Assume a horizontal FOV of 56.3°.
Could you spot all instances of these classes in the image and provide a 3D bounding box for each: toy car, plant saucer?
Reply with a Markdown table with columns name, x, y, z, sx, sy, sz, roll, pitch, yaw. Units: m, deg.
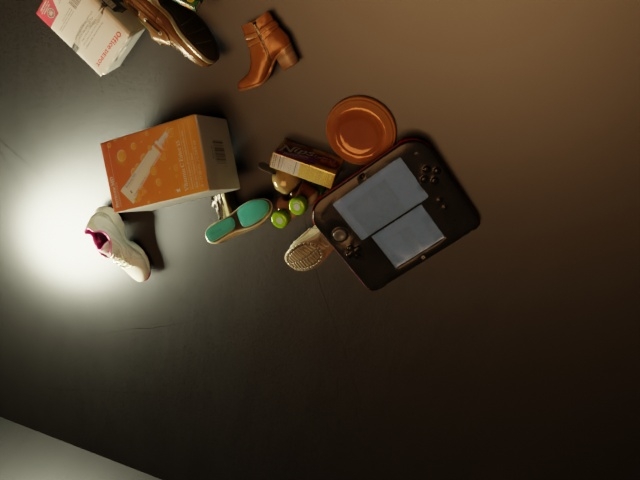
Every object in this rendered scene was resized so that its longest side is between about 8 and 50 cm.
| name | x | y | z | sx | sy | sz | roll | pitch | yaw |
| --- | --- | --- | --- | --- | --- | --- | --- | --- | --- |
| toy car | -0.106 | -0.159 | 1.740 | 0.149 | 0.155 | 0.188 | -35 | 97 | 32 |
| plant saucer | 0.108 | -0.296 | 1.645 | 0.199 | 0.037 | 0.200 | 8 | 124 | 12 |

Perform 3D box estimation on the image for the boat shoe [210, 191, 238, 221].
| name | x | y | z | sx | sy | sz | roll | pitch | yaw |
| --- | --- | --- | --- | --- | --- | --- | --- | --- | --- |
| boat shoe | -0.307 | -0.124 | 1.865 | 0.073 | 0.080 | 0.224 | -2 | 125 | 13 |

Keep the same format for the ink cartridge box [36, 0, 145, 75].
| name | x | y | z | sx | sy | sz | roll | pitch | yaw |
| --- | --- | --- | --- | --- | --- | --- | --- | --- | --- |
| ink cartridge box | -0.628 | -0.606 | 1.647 | 0.237 | 0.100 | 0.172 | 44 | 124 | -11 |

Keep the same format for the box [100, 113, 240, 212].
| name | x | y | z | sx | sy | sz | roll | pitch | yaw |
| --- | --- | --- | --- | --- | --- | --- | --- | --- | --- |
| box | -0.439 | -0.218 | 1.751 | 0.345 | 0.168 | 0.215 | -11 | 91 | 24 |

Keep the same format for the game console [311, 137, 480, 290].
| name | x | y | z | sx | sy | sz | roll | pitch | yaw |
| --- | --- | --- | --- | --- | --- | --- | --- | --- | --- |
| game console | 0.206 | -0.068 | 1.689 | 0.386 | 0.060 | 0.342 | -33 | 107 | 16 |

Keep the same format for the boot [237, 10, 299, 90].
| name | x | y | z | sx | sy | sz | roll | pitch | yaw |
| --- | --- | --- | --- | --- | --- | --- | --- | --- | --- |
| boot | -0.170 | -0.499 | 1.587 | 0.197 | 0.073 | 0.152 | -27 | 112 | 17 |

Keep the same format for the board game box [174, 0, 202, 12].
| name | x | y | z | sx | sy | sz | roll | pitch | yaw |
| --- | --- | --- | --- | --- | --- | --- | --- | --- | --- |
| board game box | -0.398 | -0.696 | 1.511 | 0.259 | 0.030 | 0.136 | 28 | 82 | 0 |

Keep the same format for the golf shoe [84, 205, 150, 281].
| name | x | y | z | sx | sy | sz | roll | pitch | yaw |
| --- | --- | --- | --- | --- | --- | --- | --- | --- | --- |
| golf shoe | -0.704 | 0.036 | 2.061 | 0.115 | 0.140 | 0.306 | -18 | 116 | 25 |

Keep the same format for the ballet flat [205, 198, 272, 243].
| name | x | y | z | sx | sy | sz | roll | pitch | yaw |
| --- | --- | --- | --- | --- | --- | --- | --- | --- | --- |
| ballet flat | -0.237 | -0.057 | 1.822 | 0.248 | 0.086 | 0.086 | -22 | 113 | 21 |

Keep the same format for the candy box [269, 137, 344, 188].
| name | x | y | z | sx | sy | sz | roll | pitch | yaw |
| --- | --- | --- | --- | --- | --- | --- | --- | --- | --- |
| candy box | -0.037 | -0.221 | 1.697 | 0.186 | 0.109 | 0.053 | 21 | 125 | 5 |

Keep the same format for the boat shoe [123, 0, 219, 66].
| name | x | y | z | sx | sy | sz | roll | pitch | yaw |
| --- | --- | --- | --- | --- | --- | --- | --- | --- | --- |
| boat shoe | -0.398 | -0.573 | 1.599 | 0.307 | 0.111 | 0.104 | 49 | 127 | -3 |

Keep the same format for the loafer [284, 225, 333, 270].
| name | x | y | z | sx | sy | sz | roll | pitch | yaw |
| --- | --- | --- | --- | --- | --- | --- | --- | --- | --- |
| loafer | 0.000 | 0.000 | 1.834 | 0.268 | 0.092 | 0.102 | -35 | 104 | 30 |
